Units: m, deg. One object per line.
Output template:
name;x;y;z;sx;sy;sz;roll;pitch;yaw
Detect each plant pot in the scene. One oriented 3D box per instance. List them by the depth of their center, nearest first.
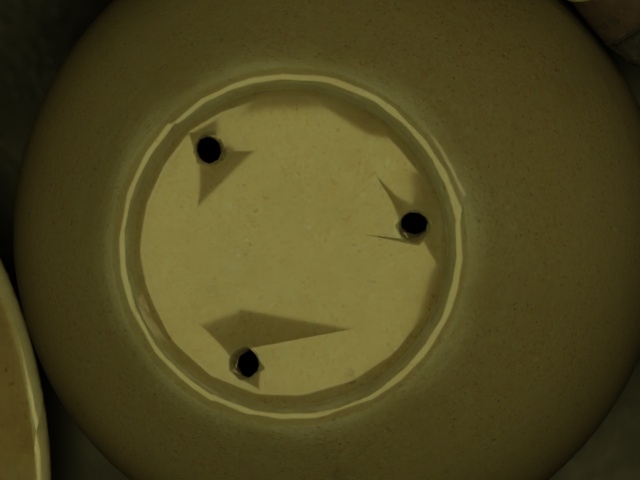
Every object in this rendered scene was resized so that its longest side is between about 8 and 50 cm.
plant pot;0.000;0.000;0.799;0.284;0.191;0.284;0;93;6

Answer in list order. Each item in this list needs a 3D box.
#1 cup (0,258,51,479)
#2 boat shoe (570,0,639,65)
cup;-0.303;0.104;0.801;0.237;0.331;0.331;-7;91;32
boat shoe;0.193;-0.160;0.833;0.223;0.080;0.073;-39;114;-3
